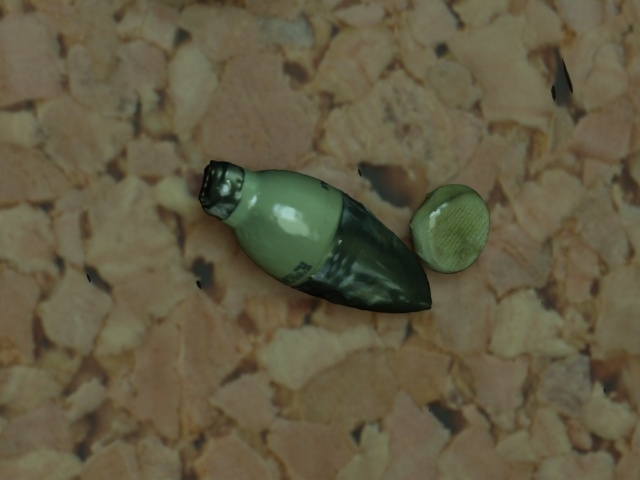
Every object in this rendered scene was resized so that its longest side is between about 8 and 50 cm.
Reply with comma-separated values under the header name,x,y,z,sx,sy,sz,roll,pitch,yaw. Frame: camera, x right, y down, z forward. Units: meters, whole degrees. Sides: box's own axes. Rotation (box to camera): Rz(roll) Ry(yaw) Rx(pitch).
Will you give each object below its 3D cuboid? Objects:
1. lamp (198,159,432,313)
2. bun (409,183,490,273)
name,x,y,z,sx,sy,sz,roll,pitch,yaw
lamp,0.000,0.000,1.690,0.250,0.101,0.101,26,88,-23
bun,0.114,-0.013,1.732,0.086,0.055,0.086,-13,112,-34
